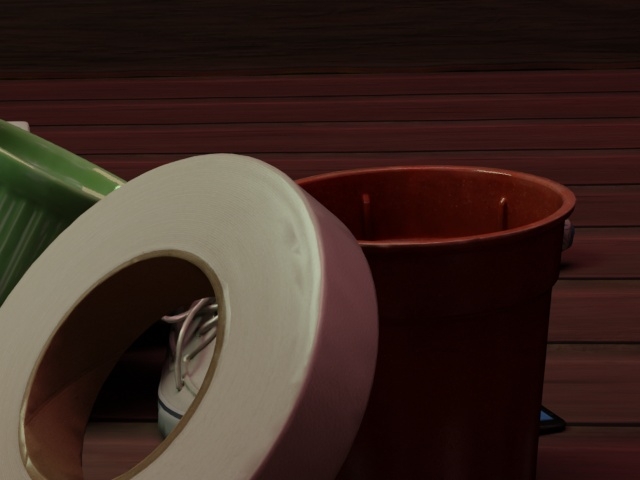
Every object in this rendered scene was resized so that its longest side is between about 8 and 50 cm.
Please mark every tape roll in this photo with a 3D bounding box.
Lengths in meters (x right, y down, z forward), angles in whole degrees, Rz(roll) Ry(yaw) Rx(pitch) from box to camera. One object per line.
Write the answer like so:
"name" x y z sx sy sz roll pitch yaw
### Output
"tape roll" -0.129 0.114 1.418 0.392 0.392 0.072 16 -19 50

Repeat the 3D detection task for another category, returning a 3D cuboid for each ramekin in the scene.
"ramekin" -0.288 -0.011 1.892 0.303 0.148 0.303 27 4 -2

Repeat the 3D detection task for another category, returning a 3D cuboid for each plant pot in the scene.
"plant pot" 0.080 0.094 1.591 0.272 0.265 0.272 -2 15 1

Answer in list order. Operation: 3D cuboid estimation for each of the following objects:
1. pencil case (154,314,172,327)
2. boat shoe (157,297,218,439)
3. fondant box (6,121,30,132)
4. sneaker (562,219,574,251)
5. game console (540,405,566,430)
"pencil case" -0.249 0.029 2.094 0.284 0.124 0.124 10 15 0
"boat shoe" -0.094 0.088 1.850 0.136 0.156 0.367 -3 14 -3
"fondant box" -0.503 -0.029 2.239 0.330 0.096 0.238 -1 45 -14
"sneaker" 0.210 -0.011 2.365 0.237 0.085 0.086 6 -10 41
"game console" 0.149 0.132 1.802 0.085 0.124 0.144 -33 22 -11
